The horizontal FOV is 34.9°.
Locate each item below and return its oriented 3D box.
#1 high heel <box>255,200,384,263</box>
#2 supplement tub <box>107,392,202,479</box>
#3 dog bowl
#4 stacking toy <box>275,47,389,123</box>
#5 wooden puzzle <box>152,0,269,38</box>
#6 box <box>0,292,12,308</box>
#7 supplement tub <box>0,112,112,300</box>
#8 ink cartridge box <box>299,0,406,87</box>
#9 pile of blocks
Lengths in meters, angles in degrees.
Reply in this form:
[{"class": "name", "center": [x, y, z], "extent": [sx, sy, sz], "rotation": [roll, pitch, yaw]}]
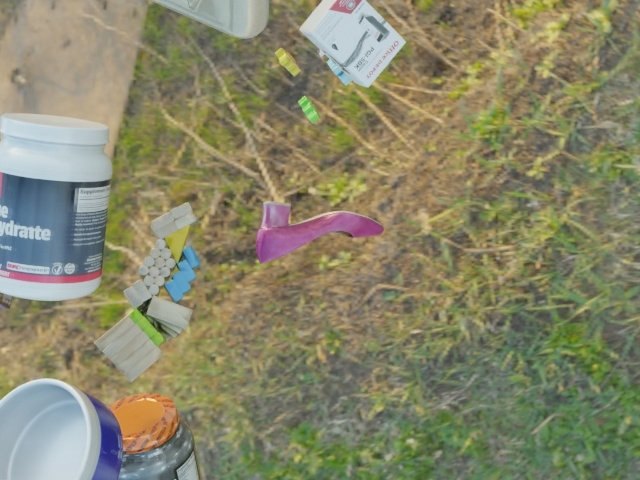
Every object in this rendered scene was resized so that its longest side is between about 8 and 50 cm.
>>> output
[{"class": "high heel", "center": [0.000, 0.000, 1.904], "extent": [0.082, 0.244, 0.117], "rotation": [165, 112, -67]}, {"class": "supplement tub", "center": [-0.347, 0.497, 2.092], "extent": [0.207, 0.207, 0.338], "rotation": [11, 121, 35]}, {"class": "dog bowl", "center": [-0.487, 0.387, 1.815], "extent": [0.265, 0.104, 0.264], "rotation": [-12, 61, 22]}, {"class": "stacking toy", "center": [0.022, -0.314, 1.776], "extent": [0.167, 0.052, 0.221], "rotation": [-38, 44, 14]}, {"class": "wooden puzzle", "center": [-0.210, -0.470, 1.370], "extent": [0.348, 0.080, 0.322], "rotation": [24, 137, 21]}, {"class": "box", "center": [-0.653, 0.026, 2.049], "extent": [0.057, 0.293, 0.200], "rotation": [10, 81, -6]}, {"class": "supplement tub", "center": [-0.433, -0.055, 1.620], "extent": [0.191, 0.191, 0.272], "rotation": [15, 103, 35]}, {"class": "ink cartridge box", "center": [0.052, -0.320, 1.593], "extent": [0.099, 0.135, 0.056], "rotation": [-51, 27, 1]}, {"class": "pile of blocks", "center": [-0.317, 0.105, 2.019], "extent": [0.149, 0.112, 0.362], "rotation": [24, 79, -5]}]
